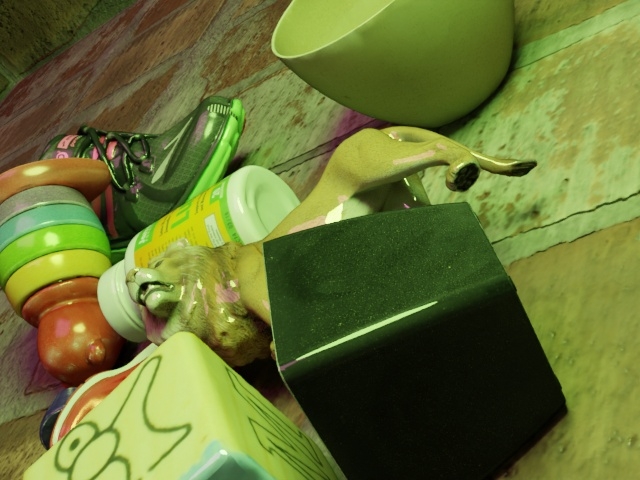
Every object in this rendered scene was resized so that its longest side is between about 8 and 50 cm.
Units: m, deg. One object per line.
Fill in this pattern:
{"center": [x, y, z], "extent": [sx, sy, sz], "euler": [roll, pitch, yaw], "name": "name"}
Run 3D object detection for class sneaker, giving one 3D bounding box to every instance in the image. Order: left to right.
{"center": [-0.311, -0.083, 1.524], "extent": [0.483, 0.202, 0.185], "euler": [-28, 29, 29], "name": "sneaker"}
{"center": [-0.170, 0.161, 1.057], "extent": [0.128, 0.087, 0.221], "euler": [-13, 25, 42], "name": "sneaker"}

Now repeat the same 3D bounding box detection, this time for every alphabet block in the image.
{"center": [-0.092, 0.221, 0.773], "extent": [0.192, 0.193, 0.197], "euler": [-41, 26, 1], "name": "alphabet block"}

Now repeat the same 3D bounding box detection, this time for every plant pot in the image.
{"center": [0.075, 0.079, 0.781], "extent": [0.167, 0.187, 0.188], "euler": [-26, 28, 6], "name": "plant pot"}
{"center": [0.113, -0.242, 1.176], "extent": [0.284, 0.191, 0.284], "euler": [-34, 27, 20], "name": "plant pot"}

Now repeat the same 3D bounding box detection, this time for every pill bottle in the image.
{"center": [-0.141, 0.026, 1.195], "extent": [0.246, 0.136, 0.136], "euler": [-29, 29, 27], "name": "pill bottle"}

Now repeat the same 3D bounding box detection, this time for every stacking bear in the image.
{"center": [-0.339, 0.053, 1.349], "extent": [0.175, 0.164, 0.289], "euler": [-42, 60, 33], "name": "stacking bear"}

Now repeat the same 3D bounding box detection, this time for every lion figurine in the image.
{"center": [0.000, 0.000, 1.001], "extent": [0.392, 0.142, 0.240], "euler": [-38, 40, -2], "name": "lion figurine"}

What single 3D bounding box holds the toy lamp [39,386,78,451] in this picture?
{"center": [-0.267, 0.249, 1.109], "extent": [0.080, 0.080, 0.274], "euler": [-41, 26, 5], "name": "toy lamp"}
